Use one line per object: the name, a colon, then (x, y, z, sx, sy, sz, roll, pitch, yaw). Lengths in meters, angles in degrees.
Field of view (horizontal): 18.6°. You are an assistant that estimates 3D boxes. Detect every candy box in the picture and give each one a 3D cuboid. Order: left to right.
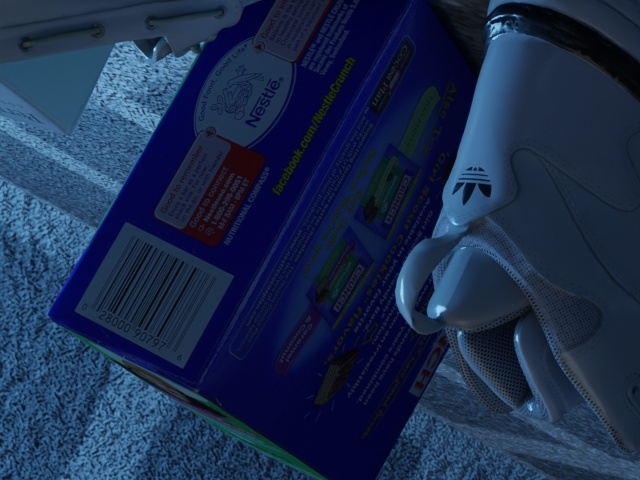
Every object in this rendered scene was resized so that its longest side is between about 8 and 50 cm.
candy box: (0.000, 0.000, 1.246, 0.122, 0.268, 0.317, 26, 171, 27)

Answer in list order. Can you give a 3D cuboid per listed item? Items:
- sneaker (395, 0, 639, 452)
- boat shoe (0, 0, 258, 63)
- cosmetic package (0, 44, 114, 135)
sneaker: (0.195, 0.024, 1.026, 0.366, 0.210, 0.137, 32, 169, -31)
boat shoe: (-0.087, -0.133, 1.042, 0.226, 0.075, 0.083, -6, -163, -20)
cosmetic package: (-0.291, -0.224, 1.161, 0.217, 0.156, 0.385, 18, 166, 34)
